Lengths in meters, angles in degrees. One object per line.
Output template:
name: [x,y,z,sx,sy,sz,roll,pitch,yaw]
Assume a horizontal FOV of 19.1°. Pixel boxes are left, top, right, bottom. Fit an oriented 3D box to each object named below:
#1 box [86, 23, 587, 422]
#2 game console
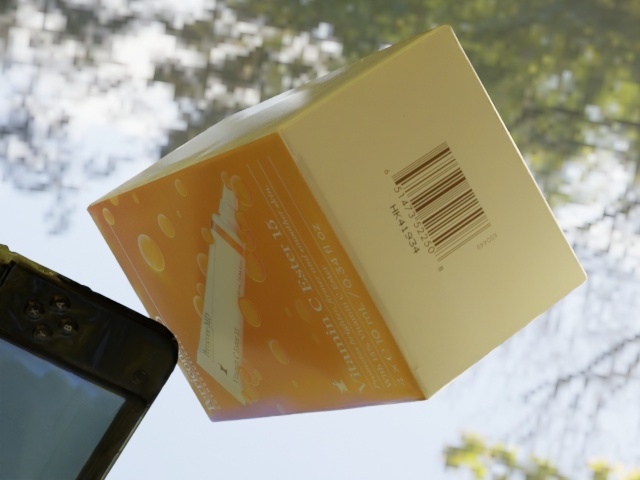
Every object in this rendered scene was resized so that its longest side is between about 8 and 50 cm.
box: [0.000,0.000,1.441,0.168,0.215,0.345,-34,-172,-28]
game console: [-0.278,0.167,1.434,0.250,0.293,0.173,27,-159,-15]
